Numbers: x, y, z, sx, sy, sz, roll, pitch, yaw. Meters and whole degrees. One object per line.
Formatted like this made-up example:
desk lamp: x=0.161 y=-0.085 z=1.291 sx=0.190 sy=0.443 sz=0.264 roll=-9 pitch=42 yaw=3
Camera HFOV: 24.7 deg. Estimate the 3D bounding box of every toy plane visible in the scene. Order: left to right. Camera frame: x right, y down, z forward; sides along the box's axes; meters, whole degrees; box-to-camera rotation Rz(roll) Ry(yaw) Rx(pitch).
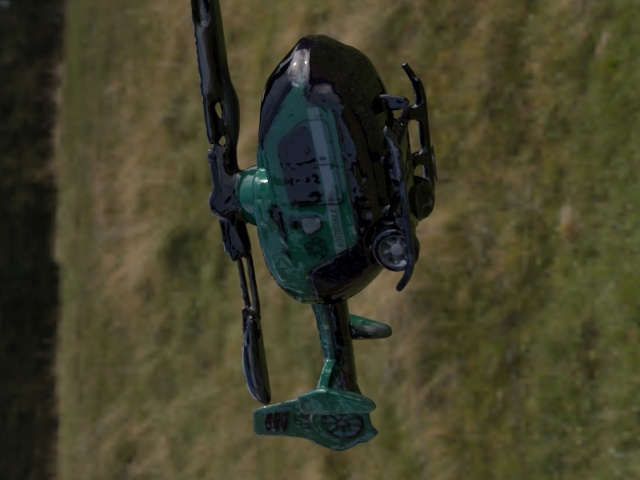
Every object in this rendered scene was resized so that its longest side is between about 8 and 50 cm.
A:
toy plane: x=0.000 y=0.000 z=1.015 sx=0.106 sy=0.155 sz=0.381 roll=-70 pitch=-25 yaw=-53
